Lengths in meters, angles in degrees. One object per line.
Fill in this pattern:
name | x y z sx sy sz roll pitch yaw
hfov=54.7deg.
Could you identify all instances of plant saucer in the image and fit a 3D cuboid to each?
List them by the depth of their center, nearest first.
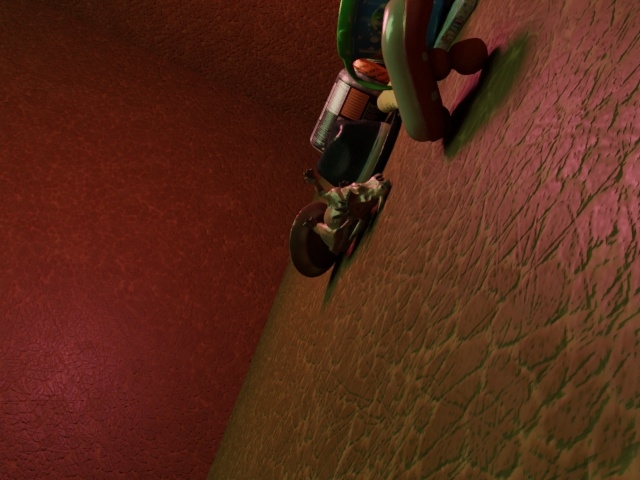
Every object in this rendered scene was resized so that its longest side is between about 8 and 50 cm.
plant saucer | 0.000 0.000 1.595 0.036 0.198 0.198 8 69 41

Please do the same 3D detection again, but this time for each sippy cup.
sippy cup | 0.177 -0.528 1.466 0.305 0.224 0.240 88 -161 -54

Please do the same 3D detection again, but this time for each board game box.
board game box | 0.296 -0.488 1.335 0.154 0.026 0.103 123 169 -63

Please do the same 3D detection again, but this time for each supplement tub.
supplement tub | 0.110 -0.422 2.010 0.193 0.194 0.316 -80 15 -68

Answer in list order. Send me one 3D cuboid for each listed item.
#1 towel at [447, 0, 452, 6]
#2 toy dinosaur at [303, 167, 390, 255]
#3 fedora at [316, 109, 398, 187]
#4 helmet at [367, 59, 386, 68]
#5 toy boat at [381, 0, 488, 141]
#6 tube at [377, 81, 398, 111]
towel | 0.322 -0.719 1.624 0.235 0.121 0.283 -164 96 -86
toy dinosaur | 0.052 -0.043 1.428 0.200 0.127 0.295 -124 30 -41
fedora | 0.082 -0.232 1.681 0.334 0.152 0.334 -157 90 -85
helmet | 0.195 -0.614 2.094 0.169 0.162 0.169 -169 90 -89
toy boat | 0.184 -0.278 0.965 0.151 0.151 0.231 -76 -32 -60
tube | 0.196 -0.388 1.674 0.062 0.070 0.240 -64 5 5
